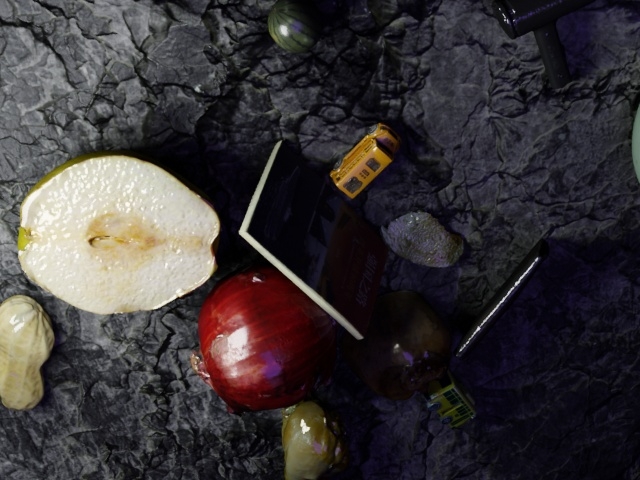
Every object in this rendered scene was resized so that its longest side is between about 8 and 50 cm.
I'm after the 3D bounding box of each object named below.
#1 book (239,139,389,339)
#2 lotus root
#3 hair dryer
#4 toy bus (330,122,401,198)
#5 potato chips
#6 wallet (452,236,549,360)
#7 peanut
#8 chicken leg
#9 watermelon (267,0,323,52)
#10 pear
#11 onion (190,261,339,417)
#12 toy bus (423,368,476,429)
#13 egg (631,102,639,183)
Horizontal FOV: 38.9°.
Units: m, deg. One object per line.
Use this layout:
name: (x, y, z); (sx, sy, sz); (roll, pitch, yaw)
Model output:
book: (0.000, 0.000, 1.894); (0.028, 0.262, 0.374); (-22, 127, 39)
lotus root: (0.192, 0.269, 2.126); (0.272, 0.192, 0.272); (-10, 123, -15)
hair dryer: (0.472, -0.420, 1.852); (0.197, 0.089, 0.251); (-26, 130, 1)
toy bus: (0.099, -0.168, 1.909); (0.069, 0.074, 0.162); (38, 107, -26)
potato chips: (0.234, -0.006, 2.056); (0.209, 0.026, 0.142); (-2, 112, -12)
wallet: (0.425, 0.139, 2.104); (0.044, 0.170, 0.321); (39, 110, 7)
peanut: (-0.646, 0.247, 1.962); (0.130, 0.130, 0.290); (8, 119, -16)
chicken leg: (-0.044, 0.575, 2.278); (0.201, 0.152, 0.429); (16, 123, -6)
watermelon: (-0.040, -0.408, 1.732); (0.105, 0.105, 0.133); (-47, 141, 15)
pear: (-0.396, -0.037, 1.813); (0.387, 0.191, 0.340); (5, 114, -14)
onion: (-0.114, 0.199, 1.926); (0.341, 0.341, 0.341); (-5, 120, -9)
toy bus: (0.315, 0.388, 2.245); (0.101, 0.088, 0.175); (-32, 134, 9)
egg: (0.802, -0.219, 1.908); (0.276, 0.276, 0.388); (-12, 121, -5)
